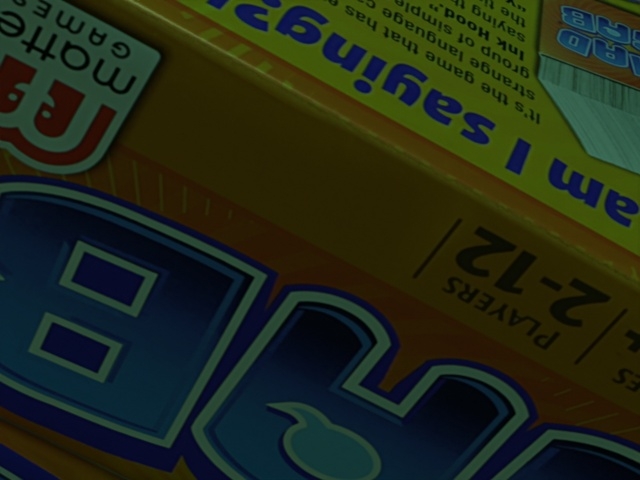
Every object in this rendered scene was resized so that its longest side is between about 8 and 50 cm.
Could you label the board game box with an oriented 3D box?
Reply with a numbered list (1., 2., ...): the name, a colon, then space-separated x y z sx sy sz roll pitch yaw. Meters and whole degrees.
1. board game box: 0.000 0.000 0.704 0.356 0.356 0.356 28 37 -12
